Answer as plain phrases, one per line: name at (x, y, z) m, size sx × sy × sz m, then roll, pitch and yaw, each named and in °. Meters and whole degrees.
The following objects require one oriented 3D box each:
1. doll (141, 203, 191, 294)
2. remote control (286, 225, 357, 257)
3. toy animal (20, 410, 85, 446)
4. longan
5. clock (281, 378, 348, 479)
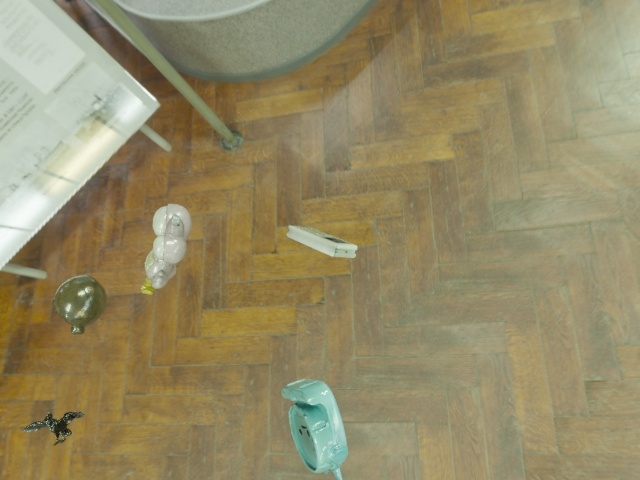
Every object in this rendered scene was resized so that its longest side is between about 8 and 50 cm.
doll at (-0.416, 0.027, 1.127) m, size 0.094 × 0.365 × 0.160 m, roll 12°, pitch 57°, yaw -22°
remote control at (0.000, 0.000, 1.508) m, size 0.277 × 0.102 × 0.056 m, roll 21°, pitch 102°, yaw 47°
toy animal at (-0.825, 0.582, 1.308) m, size 0.220 × 0.062 × 0.108 m, roll -21°, pitch 100°, yaw 6°
longan at (-0.838, 0.225, 1.461) m, size 0.184 × 0.159 × 0.205 m, roll -10°, pitch 76°, yaw 42°
clock at (-0.014, 0.533, 1.171) m, size 0.094 × 0.223 × 0.274 m, roll -11°, pitch 78°, yaw -26°
